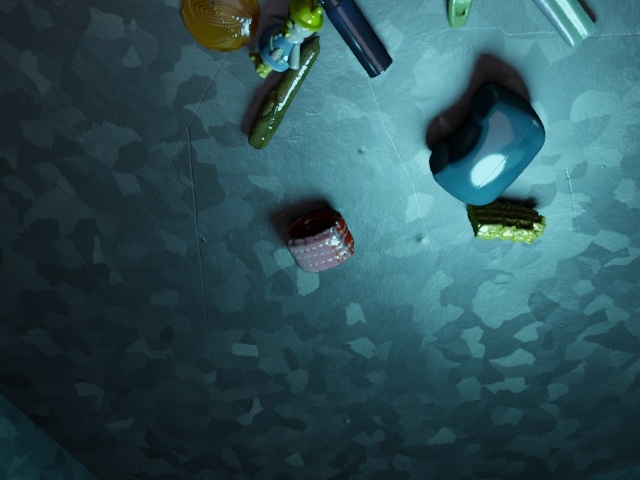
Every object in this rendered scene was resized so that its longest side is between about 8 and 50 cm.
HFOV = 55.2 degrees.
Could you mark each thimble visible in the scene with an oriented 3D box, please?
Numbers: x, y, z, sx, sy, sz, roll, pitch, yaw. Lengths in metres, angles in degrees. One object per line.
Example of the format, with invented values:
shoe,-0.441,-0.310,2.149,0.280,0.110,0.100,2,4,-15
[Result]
thimble,-0.004,-0.001,1.765,0.189,0.163,0.125,-11,123,26

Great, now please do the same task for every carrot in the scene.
carrot,-0.096,-0.379,1.583,0.070,0.070,0.342,28,119,-14

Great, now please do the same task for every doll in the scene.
doll,-0.075,-0.492,1.467,0.099,0.135,0.241,24,139,-27

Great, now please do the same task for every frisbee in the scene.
frisbee,-0.245,-0.553,1.493,0.192,0.035,0.192,1,124,2

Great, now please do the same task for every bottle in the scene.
bottle,0.083,-0.512,1.480,0.082,0.072,0.244,-47,115,-11

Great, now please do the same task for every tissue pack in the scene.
tissue pack,0.435,-0.233,1.567,0.206,0.198,0.287,28,118,-13

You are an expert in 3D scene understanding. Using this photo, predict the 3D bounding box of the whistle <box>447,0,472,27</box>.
whistle,0.327,-0.614,1.363,0.141,0.141,0.294,-4,124,5

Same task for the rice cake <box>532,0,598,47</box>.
rice cake,0.562,-0.555,1.444,0.080,0.042,0.222,-39,114,23

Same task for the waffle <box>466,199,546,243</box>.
waffle,0.524,-0.053,1.703,0.211,0.160,0.055,7,123,-1
